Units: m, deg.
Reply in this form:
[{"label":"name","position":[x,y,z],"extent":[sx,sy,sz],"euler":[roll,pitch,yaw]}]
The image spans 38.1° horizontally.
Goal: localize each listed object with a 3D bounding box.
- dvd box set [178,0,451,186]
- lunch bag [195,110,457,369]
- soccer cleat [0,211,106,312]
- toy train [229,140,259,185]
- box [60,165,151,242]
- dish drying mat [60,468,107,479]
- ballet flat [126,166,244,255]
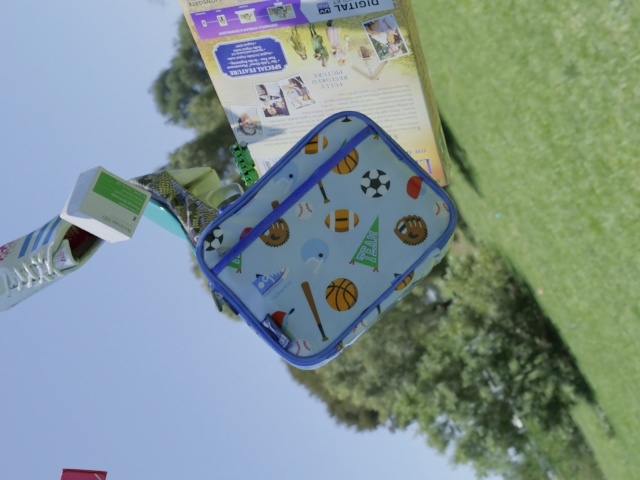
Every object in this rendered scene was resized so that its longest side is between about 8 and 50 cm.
[{"label":"dvd box set","position":[-0.002,-0.239,1.318],"extent":[0.062,0.308,0.420],"euler":[-74,-29,-45]},{"label":"lunch bag","position":[0.000,0.000,1.153],"extent":[0.243,0.303,0.115],"euler":[47,176,11]},{"label":"soccer cleat","position":[-0.562,0.041,1.851],"extent":[0.143,0.331,0.116],"euler":[34,160,56]},{"label":"toy train","position":[-0.099,-0.102,1.218],"extent":[0.017,0.024,0.083],"euler":[53,168,31]},{"label":"box","position":[-0.352,-0.057,1.515],"extent":[0.101,0.087,0.102],"euler":[30,162,-26]},{"label":"dish drying mat","position":[-0.445,0.445,1.739],"extent":[0.083,0.032,0.008],"euler":[9,-161,-20]},{"label":"ballet flat","position":[-0.243,-0.059,1.924],"extent":[0.483,0.182,0.164],"euler":[34,166,50]}]
